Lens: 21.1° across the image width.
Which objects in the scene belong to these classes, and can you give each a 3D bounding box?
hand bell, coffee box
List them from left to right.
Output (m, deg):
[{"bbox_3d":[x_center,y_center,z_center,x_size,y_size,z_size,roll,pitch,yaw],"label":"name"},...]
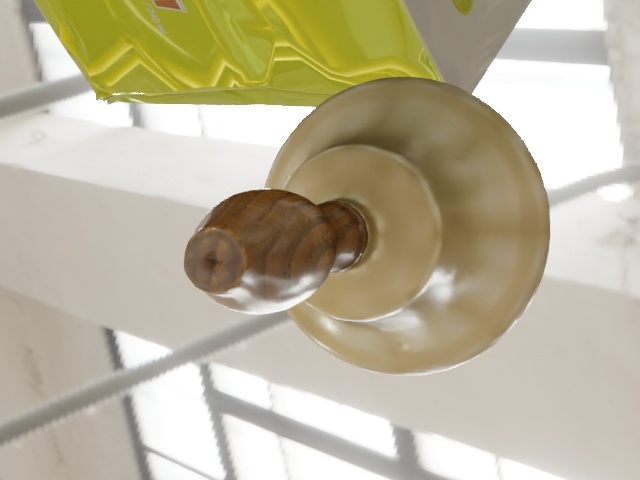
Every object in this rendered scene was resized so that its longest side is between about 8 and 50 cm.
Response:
[{"bbox_3d":[-0.031,-0.318,1.169,0.334,0.338,0.337,-56,-47,-31],"label":"coffee box"},{"bbox_3d":[0.000,0.000,0.609,0.242,0.126,0.126,-10,-74,-73],"label":"hand bell"}]
